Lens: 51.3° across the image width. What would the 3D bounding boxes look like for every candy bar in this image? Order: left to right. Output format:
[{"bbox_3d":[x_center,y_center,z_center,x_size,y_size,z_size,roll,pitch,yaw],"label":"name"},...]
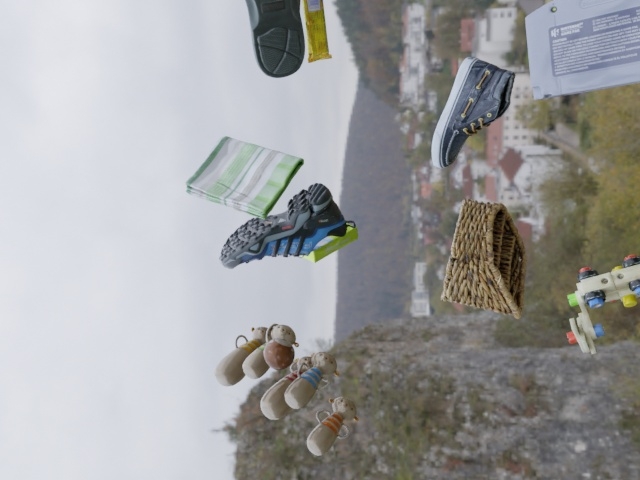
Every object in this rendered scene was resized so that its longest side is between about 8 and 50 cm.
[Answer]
[{"bbox_3d":[-0.009,-0.344,1.033,0.161,0.040,0.018,81,-179,-50],"label":"candy bar"}]

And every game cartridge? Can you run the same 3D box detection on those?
[{"bbox_3d":[0.540,-0.387,1.263,0.060,0.294,0.196,-19,-76,-48],"label":"game cartridge"}]

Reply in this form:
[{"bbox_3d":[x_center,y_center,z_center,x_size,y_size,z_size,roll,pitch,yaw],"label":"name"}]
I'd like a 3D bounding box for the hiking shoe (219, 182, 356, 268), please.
[{"bbox_3d":[-0.082,0.003,1.460,0.132,0.304,0.113,52,-158,-27],"label":"hiking shoe"}]

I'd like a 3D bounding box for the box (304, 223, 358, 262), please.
[{"bbox_3d":[0.000,0.000,1.754,0.178,0.109,0.042,-28,-57,-33],"label":"box"}]

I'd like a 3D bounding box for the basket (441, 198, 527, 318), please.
[{"bbox_3d":[0.472,0.029,1.831,0.299,0.223,0.213,-62,-20,-49],"label":"basket"}]

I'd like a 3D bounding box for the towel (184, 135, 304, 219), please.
[{"bbox_3d":[-0.112,-0.096,0.964,0.113,0.152,0.023,-59,-32,-21],"label":"towel"}]

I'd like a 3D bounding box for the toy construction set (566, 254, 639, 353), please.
[{"bbox_3d":[0.718,0.133,1.573,0.215,0.327,0.151,39,-157,-51],"label":"toy construction set"}]

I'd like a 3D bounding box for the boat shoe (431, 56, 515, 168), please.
[{"bbox_3d":[0.239,-0.190,1.054,0.065,0.083,0.183,-15,-53,-53],"label":"boat shoe"}]

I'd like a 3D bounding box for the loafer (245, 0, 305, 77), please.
[{"bbox_3d":[-0.065,-0.349,0.876,0.268,0.096,0.084,93,167,-44],"label":"loafer"}]

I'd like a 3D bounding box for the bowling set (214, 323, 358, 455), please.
[{"bbox_3d":[-0.041,0.228,1.212,0.154,0.287,0.200,-43,-18,-41],"label":"bowling set"}]
